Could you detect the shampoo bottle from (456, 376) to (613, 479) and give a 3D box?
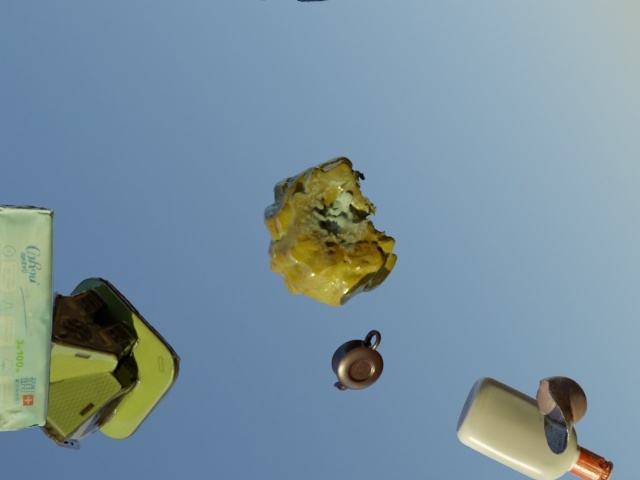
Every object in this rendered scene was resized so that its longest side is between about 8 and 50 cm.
[{"bbox_3d":[0.305,0.281,1.516,0.221,0.051,0.108,27,-118,-1],"label":"shampoo bottle"}]

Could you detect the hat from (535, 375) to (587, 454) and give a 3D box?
[{"bbox_3d":[0.233,0.162,1.014,0.087,0.042,0.058,-102,7,-66],"label":"hat"}]

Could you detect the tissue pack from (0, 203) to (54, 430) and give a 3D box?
[{"bbox_3d":[-0.376,0.087,1.314,0.089,0.177,0.263,3,-89,-24],"label":"tissue pack"}]

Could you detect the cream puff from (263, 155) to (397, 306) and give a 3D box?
[{"bbox_3d":[-0.005,0.002,1.596,0.195,0.195,0.220,13,-128,-60],"label":"cream puff"}]

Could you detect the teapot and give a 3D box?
[{"bbox_3d":[0.050,0.162,1.458,0.068,0.100,0.045,28,-170,-29],"label":"teapot"}]

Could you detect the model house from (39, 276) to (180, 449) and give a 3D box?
[{"bbox_3d":[-0.379,0.206,1.541,0.218,0.205,0.279,43,-156,10],"label":"model house"}]
